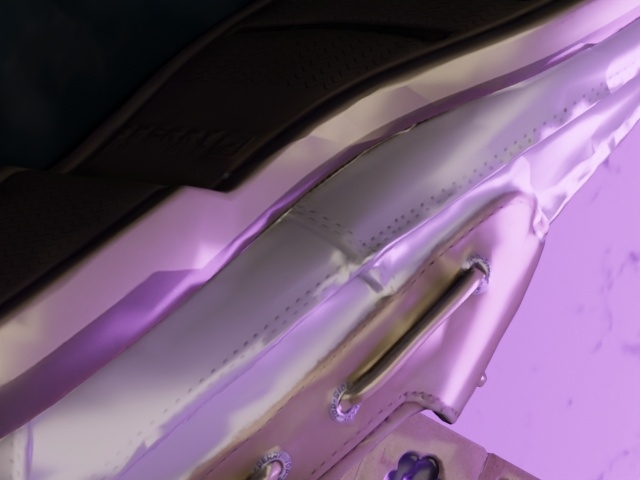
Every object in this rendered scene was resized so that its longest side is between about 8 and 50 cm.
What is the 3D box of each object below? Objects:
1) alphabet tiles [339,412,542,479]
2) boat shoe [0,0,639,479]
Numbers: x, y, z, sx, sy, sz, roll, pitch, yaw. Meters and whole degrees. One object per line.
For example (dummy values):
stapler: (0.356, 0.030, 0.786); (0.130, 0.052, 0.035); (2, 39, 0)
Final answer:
alphabet tiles: (0.023, 0.179, 0.549); (0.198, 0.009, 0.237); (30, 72, -19)
boat shoe: (0.000, 0.000, 0.496); (0.302, 0.113, 0.103); (-32, 118, -27)
